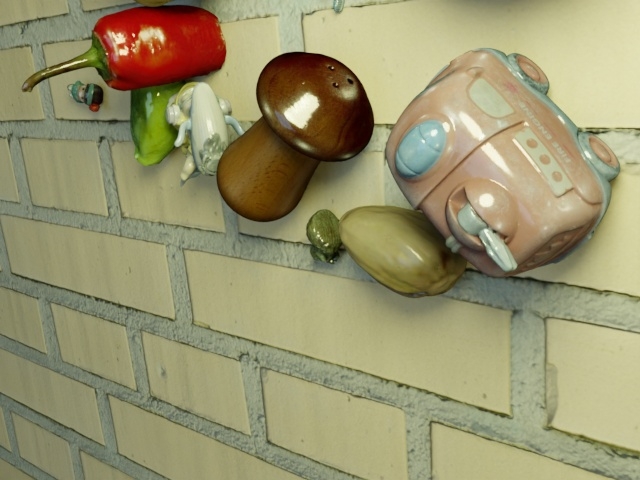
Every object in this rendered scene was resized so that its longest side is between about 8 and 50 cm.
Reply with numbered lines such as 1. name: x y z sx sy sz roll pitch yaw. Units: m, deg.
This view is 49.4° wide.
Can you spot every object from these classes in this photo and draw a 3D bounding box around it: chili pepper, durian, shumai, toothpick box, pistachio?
1. chili pepper: -0.312 -0.317 1.155 0.131 0.338 0.135 24 122 35
2. durian: -0.320 -0.267 1.338 0.139 0.101 0.250 24 119 33
3. shumai: 0.000 0.000 1.181 0.080 0.082 0.083 -45 51 41
4. toothpick box: -0.046 -0.159 1.095 0.192 0.192 0.294 56 138 10
5. pistachio: 0.121 0.010 1.050 0.206 0.131 0.129 31 167 33

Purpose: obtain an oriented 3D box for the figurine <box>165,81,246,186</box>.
1. figurine: -0.213 -0.190 1.255 0.209 0.128 0.184 101 151 -43

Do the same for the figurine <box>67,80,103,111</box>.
1. figurine: -0.516 -0.317 1.524 0.106 0.047 0.060 19 100 39

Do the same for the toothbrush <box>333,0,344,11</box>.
1. toothbrush: 0.039 -0.440 1.032 0.013 0.019 0.193 25 118 33

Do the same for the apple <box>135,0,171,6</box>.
1. apple: -0.247 -0.508 1.106 0.262 0.262 0.263 15 114 36

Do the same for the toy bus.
1. toy bus: 0.205 -0.090 0.866 0.294 0.231 0.197 54 131 11
